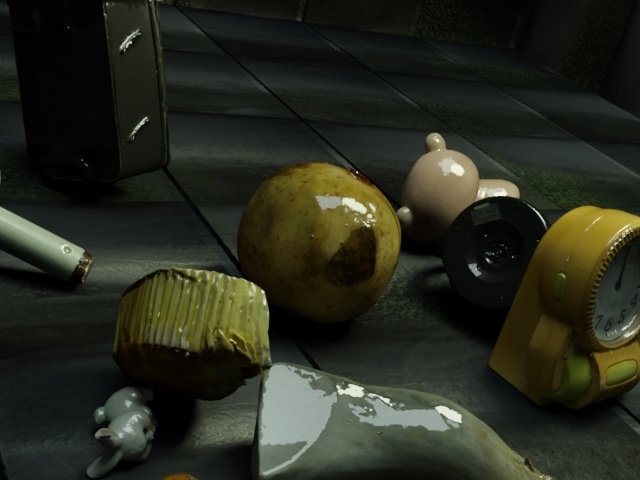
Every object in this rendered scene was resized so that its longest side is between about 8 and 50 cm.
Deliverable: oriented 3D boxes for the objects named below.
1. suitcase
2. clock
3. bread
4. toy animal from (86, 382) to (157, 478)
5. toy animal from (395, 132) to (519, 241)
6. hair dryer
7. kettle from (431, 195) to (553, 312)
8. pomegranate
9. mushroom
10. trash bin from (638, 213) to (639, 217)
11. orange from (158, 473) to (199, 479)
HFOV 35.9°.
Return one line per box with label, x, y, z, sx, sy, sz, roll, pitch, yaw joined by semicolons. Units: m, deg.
suitcase;-0.432;-0.316;1.841;0.283;0.433;0.194;6;16;33
clock;0.432;0.098;1.601;0.244;0.317;0.200;-10;28;-42
bread;-0.169;0.129;1.277;0.179;0.133;0.250;21;-24;-26
toy animal;-0.238;0.231;1.213;0.085;0.071;0.124;9;25;-16
toy animal;0.281;-0.069;2.013;0.221;0.210;0.229;21;-12;23
hair dryer;-0.498;-0.021;1.507;0.362;0.203;0.128;30;44;-18
kettle;0.354;0.054;1.834;0.271;0.251;0.207;20;48;-56
pomegranate;0.000;0.000;1.626;0.281;0.281;0.281;13;24;-6
mushroom;0.107;0.271;1.271;0.397;0.126;0.177;10;42;-12
trash bin;0.649;0.080;1.935;0.161;0.184;0.238;18;30;7
orange;-0.158;0.307;1.108;0.086;0.062;0.086;-16;42;16
